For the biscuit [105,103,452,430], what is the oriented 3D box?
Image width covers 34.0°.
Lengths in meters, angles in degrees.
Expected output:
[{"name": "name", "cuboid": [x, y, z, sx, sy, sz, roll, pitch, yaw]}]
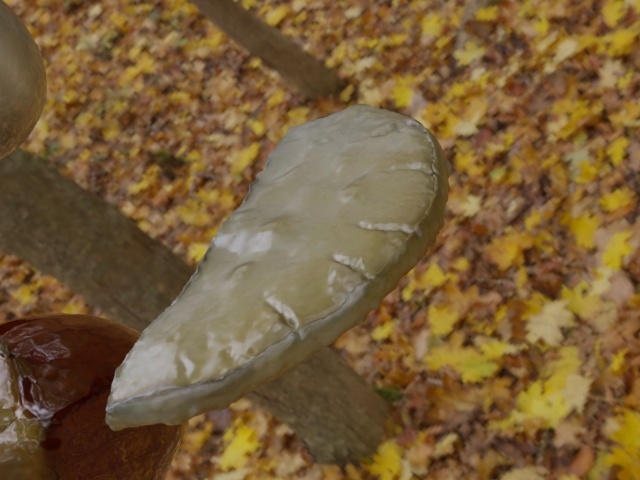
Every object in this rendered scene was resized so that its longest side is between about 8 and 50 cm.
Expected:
[{"name": "biscuit", "cuboid": [-0.001, -0.001, 0.602, 0.141, 0.038, 0.289, 0, 39, 33]}]

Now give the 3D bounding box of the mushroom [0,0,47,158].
[{"name": "mushroom", "cuboid": [-0.384, -0.130, 0.965, 0.243, 0.243, 0.243, -33, 32, 23]}]

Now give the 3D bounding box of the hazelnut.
[{"name": "hazelnut", "cuboid": [-0.197, 0.139, 0.758, 0.212, 0.181, 0.181, -34, 25, 28]}]
